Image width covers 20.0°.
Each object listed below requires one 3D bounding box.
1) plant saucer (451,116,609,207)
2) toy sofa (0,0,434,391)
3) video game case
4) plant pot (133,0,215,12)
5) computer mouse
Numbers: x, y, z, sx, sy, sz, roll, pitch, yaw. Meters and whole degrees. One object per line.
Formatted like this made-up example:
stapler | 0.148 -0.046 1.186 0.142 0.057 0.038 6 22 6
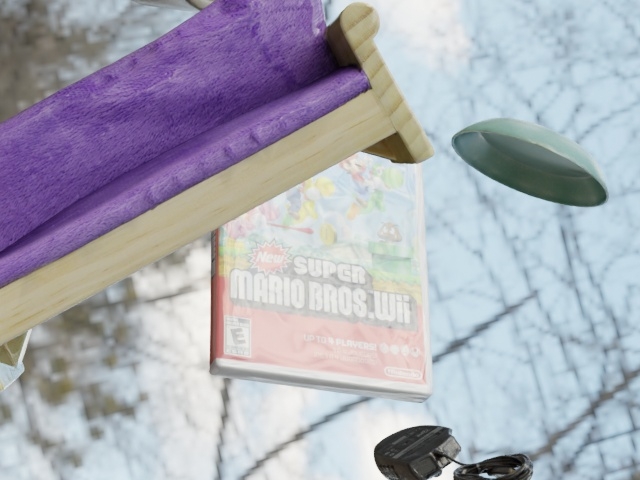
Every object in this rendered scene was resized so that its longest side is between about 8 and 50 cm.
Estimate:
plant saucer | 0.152 -0.059 1.291 0.119 0.119 0.021 -2 -119 63
toy sofa | -0.118 -0.053 1.260 0.177 0.362 0.150 62 -2 -4
video game case | 0.000 0.000 1.635 0.025 0.204 0.285 129 -35 -56
plant pot | -0.192 -0.346 1.394 0.280 0.323 0.323 8 -67 20
computer mouse | 0.125 0.215 1.708 0.242 0.071 0.041 4 -60 63
